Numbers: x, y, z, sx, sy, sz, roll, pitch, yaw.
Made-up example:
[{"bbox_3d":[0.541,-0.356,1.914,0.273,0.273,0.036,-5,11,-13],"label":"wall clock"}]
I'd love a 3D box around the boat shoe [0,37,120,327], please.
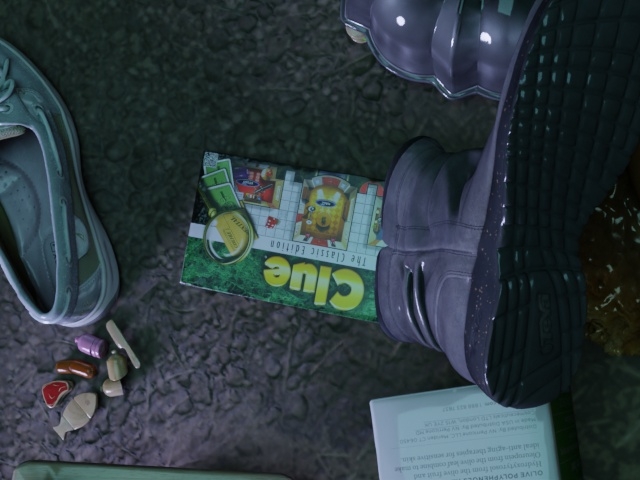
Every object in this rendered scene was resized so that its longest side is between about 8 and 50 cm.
[{"bbox_3d":[-0.300,-0.064,1.390,0.118,0.103,0.320,-24,81,13],"label":"boat shoe"}]

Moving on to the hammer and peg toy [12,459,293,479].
[{"bbox_3d":[-0.100,0.337,1.251,0.361,0.127,0.266,4,88,-1],"label":"hammer and peg toy"}]

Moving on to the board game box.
[{"bbox_3d":[0.000,0.000,1.341,0.260,0.030,0.136,10,92,16],"label":"board game box"}]

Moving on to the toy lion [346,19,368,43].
[{"bbox_3d":[0.075,-0.236,1.332,0.096,0.034,0.100,3,88,8],"label":"toy lion"}]

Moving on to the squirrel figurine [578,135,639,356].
[{"bbox_3d":[0.333,0.016,1.150,0.397,0.281,0.370,14,114,46],"label":"squirrel figurine"}]

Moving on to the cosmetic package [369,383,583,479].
[{"bbox_3d":[0.152,0.303,1.191,0.155,0.197,0.365,-10,84,15],"label":"cosmetic package"}]

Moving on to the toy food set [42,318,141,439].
[{"bbox_3d":[-0.231,0.135,1.406,0.122,0.019,0.078,-38,78,19],"label":"toy food set"}]

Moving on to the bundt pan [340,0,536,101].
[{"bbox_3d":[0.152,-0.292,1.243,0.331,0.124,0.330,-1,86,9],"label":"bundt pan"}]

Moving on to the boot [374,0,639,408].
[{"bbox_3d":[0.125,-0.056,1.096,0.118,0.223,0.338,10,101,-27],"label":"boot"}]
